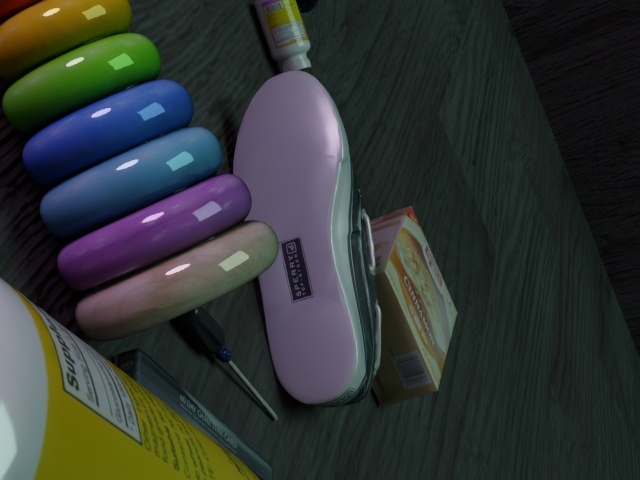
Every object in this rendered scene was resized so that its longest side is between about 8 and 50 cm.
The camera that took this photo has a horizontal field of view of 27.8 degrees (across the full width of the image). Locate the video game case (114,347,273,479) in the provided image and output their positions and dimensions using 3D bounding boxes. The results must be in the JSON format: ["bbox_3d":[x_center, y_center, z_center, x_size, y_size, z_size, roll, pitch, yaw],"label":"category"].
[{"bbox_3d":[-0.083,0.233,0.853,0.196,0.026,0.274,51,29,-46],"label":"video game case"}]

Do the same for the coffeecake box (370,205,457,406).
[{"bbox_3d":[0.082,0.066,1.382,0.142,0.068,0.185,65,20,-16],"label":"coffeecake box"}]

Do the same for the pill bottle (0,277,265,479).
[{"bbox_3d":[-0.150,0.119,0.527,0.334,0.188,0.188,48,31,-48],"label":"pill bottle"}]

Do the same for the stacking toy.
[{"bbox_3d":[-0.151,-0.109,0.825,0.330,0.141,0.141,66,20,-4],"label":"stacking toy"}]

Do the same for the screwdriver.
[{"bbox_3d":[-0.065,0.099,1.020,0.170,0.025,0.024,51,28,-44],"label":"screwdriver"}]

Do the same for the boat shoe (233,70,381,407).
[{"bbox_3d":[0.000,0.000,1.164,0.102,0.108,0.301,19,58,-66],"label":"boat shoe"}]

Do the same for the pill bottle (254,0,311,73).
[{"bbox_3d":[-0.037,-0.215,1.346,0.083,0.043,0.043,72,19,-2],"label":"pill bottle"}]

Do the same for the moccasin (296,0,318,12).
[{"bbox_3d":[-0.057,-0.370,1.296,0.342,0.138,0.117,49,34,-46],"label":"moccasin"}]
